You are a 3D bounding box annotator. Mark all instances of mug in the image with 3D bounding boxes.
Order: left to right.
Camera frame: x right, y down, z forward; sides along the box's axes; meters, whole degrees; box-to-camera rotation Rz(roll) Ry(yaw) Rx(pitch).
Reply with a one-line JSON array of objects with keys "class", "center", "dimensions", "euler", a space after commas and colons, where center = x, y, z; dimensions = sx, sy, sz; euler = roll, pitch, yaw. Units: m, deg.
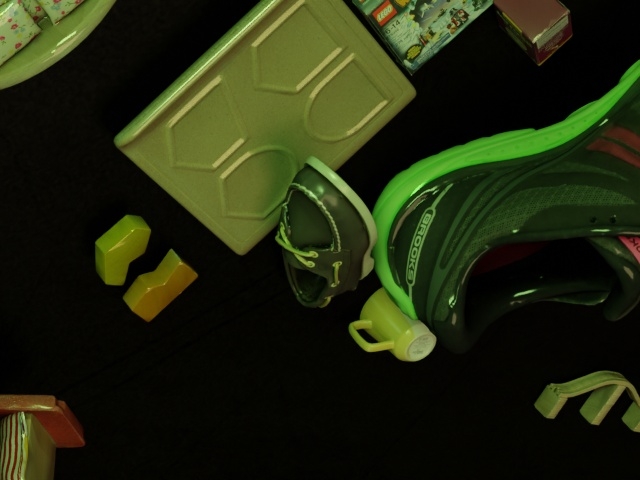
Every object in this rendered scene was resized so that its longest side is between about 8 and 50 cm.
[{"class": "mug", "center": [0.074, 0.088, 1.704], "dimensions": [0.078, 0.064, 0.062], "euler": [-37, 140, -4]}]

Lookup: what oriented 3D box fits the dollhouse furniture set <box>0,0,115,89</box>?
[{"class": "dollhouse furniture set", "center": [-0.204, -0.219, 1.133], "dimensions": [0.355, 0.174, 0.303], "euler": [-40, 139, -1]}]

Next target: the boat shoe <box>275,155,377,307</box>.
[{"class": "boat shoe", "center": [0.000, 0.000, 1.512], "dimensions": [0.068, 0.081, 0.228], "euler": [-42, 161, -11]}]

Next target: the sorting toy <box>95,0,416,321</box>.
[{"class": "sorting toy", "center": [-0.079, -0.075, 1.466], "dimensions": [0.307, 0.041, 0.229], "euler": [-43, 144, 3]}]

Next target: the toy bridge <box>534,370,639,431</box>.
[{"class": "toy bridge", "center": [0.323, 0.179, 2.005], "dimensions": [0.188, 0.026, 0.063], "euler": [12, 116, -44]}]

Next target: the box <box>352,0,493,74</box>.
[{"class": "box", "center": [0.102, -0.214, 1.482], "dimensions": [0.137, 0.027, 0.094], "euler": [-42, 139, 2]}]

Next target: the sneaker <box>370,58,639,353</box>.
[{"class": "sneaker", "center": [0.285, -0.038, 1.586], "dimensions": [0.482, 0.202, 0.185], "euler": [-27, 143, 8]}]

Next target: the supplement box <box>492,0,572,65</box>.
[{"class": "supplement box", "center": [0.184, -0.191, 1.521], "dimensions": [0.043, 0.055, 0.083], "euler": [-42, 166, 2]}]

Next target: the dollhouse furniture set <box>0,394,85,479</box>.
[{"class": "dollhouse furniture set", "center": [-0.267, 0.283, 1.522], "dimensions": [0.152, 0.201, 0.374], "euler": [-1, 156, 5]}]
